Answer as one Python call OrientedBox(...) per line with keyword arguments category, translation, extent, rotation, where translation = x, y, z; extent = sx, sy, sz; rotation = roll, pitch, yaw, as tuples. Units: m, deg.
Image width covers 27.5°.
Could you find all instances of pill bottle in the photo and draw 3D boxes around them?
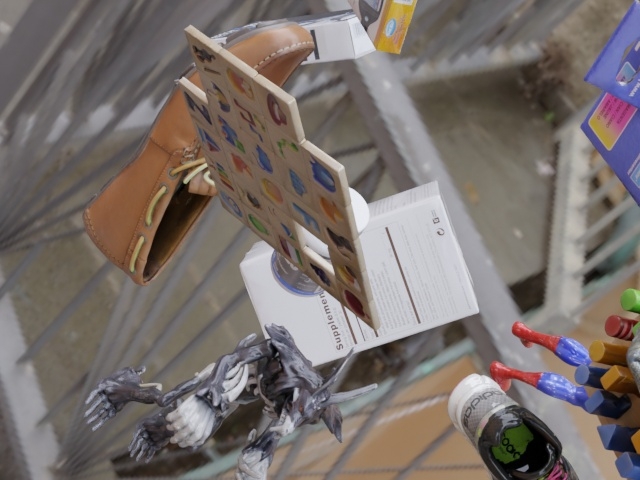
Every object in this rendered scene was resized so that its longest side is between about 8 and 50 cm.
OrientedBox(category="pill bottle", translation=(0.000, 0.000, 1.474), extent=(0.078, 0.137, 0.078), rotation=(12, 55, -17))

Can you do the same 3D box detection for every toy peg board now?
OrientedBox(category="toy peg board", translation=(0.295, 0.132, 1.192), extent=(0.079, 0.160, 0.161), rotation=(15, 39, -31))

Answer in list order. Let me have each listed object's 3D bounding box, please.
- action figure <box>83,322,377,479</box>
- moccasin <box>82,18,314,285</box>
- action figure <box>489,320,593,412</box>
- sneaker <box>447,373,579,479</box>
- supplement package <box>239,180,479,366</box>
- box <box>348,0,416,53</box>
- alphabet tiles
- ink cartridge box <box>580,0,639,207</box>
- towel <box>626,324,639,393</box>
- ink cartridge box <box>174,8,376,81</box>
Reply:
OrientedBox(category="action figure", translation=(-0.086, 0.172, 1.260), extent=(0.164, 0.276, 0.141), rotation=(55, 40, -33))
OrientedBox(category="moccasin", translation=(-0.130, -0.096, 1.498), extent=(0.147, 0.380, 0.139), rotation=(50, 23, 16))
OrientedBox(category="action figure", translation=(0.328, 0.174, 1.352), extent=(0.139, 0.280, 0.091), rotation=(47, 67, -43))
OrientedBox(category="sneaker", translation=(0.167, 0.181, 1.047), extent=(0.170, 0.063, 0.075), rotation=(51, -3, -27))
OrientedBox(category="supplement package", translation=(0.057, 0.051, 1.855), extent=(0.177, 0.293, 0.175), rotation=(-66, 137, -79))
OrientedBox(category="box", translation=(0.059, -0.247, 1.267), extent=(0.028, 0.081, 0.136), rotation=(5, 32, -21))
OrientedBox(category="alphabet tiles", translation=(-0.038, -0.052, 0.997), extent=(0.009, 0.237, 0.198), rotation=(-39, 55, -19))
OrientedBox(category="ink cartridge box", translation=(0.456, -0.162, 1.326), extent=(0.395, 0.270, 0.151), rotation=(-1, 45, -34))
OrientedBox(category="towel", translation=(0.331, 0.167, 0.921), extent=(0.324, 0.056, 0.312), rotation=(62, 26, 0))
OrientedBox(category="ink cartridge box", translation=(-0.055, -0.304, 2.003), extent=(0.165, 0.333, 0.065), rotation=(-34, 115, -55))
